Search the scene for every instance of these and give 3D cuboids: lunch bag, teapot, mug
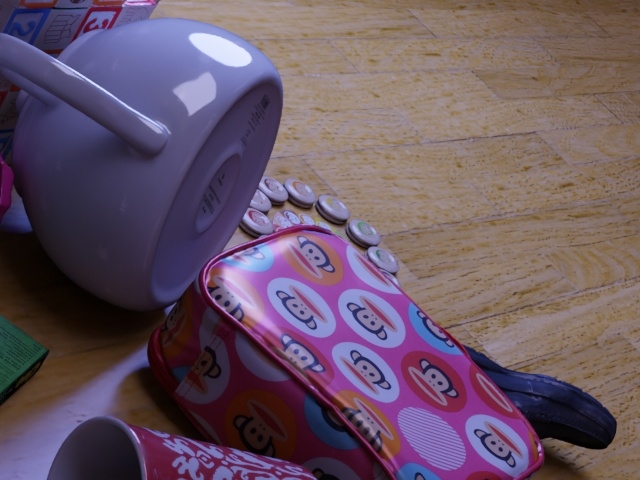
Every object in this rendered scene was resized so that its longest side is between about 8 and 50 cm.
[{"bbox_3d":[0.032,0.118,1.385,0.293,0.120,0.258,46,32,14],"label":"lunch bag"},{"bbox_3d":[-0.160,-0.079,1.386,0.187,0.256,0.252,28,38,12],"label":"teapot"},{"bbox_3d":[-0.090,0.202,1.176,0.169,0.150,0.113,15,-3,-41],"label":"mug"}]

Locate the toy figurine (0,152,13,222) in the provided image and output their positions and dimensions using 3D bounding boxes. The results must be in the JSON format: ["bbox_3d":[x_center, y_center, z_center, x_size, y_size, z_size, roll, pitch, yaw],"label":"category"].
[{"bbox_3d":[-0.300,-0.047,1.296,0.173,0.130,0.159,13,-8,14],"label":"toy figurine"}]

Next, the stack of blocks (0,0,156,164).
[{"bbox_3d":[-0.223,-0.200,1.429,0.087,0.297,0.171,45,30,20],"label":"stack of blocks"}]

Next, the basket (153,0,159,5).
[{"bbox_3d":[-0.223,-0.329,1.641,0.254,0.289,0.201,25,34,-24],"label":"basket"}]

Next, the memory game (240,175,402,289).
[{"bbox_3d":[0.000,0.000,1.668,0.186,0.012,0.186,26,29,-16],"label":"memory game"}]

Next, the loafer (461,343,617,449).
[{"bbox_3d":[0.164,0.153,1.551,0.223,0.076,0.078,21,67,-24],"label":"loafer"}]

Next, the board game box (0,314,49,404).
[{"bbox_3d":[-0.327,0.035,1.231,0.259,0.030,0.136,36,25,3],"label":"board game box"}]
